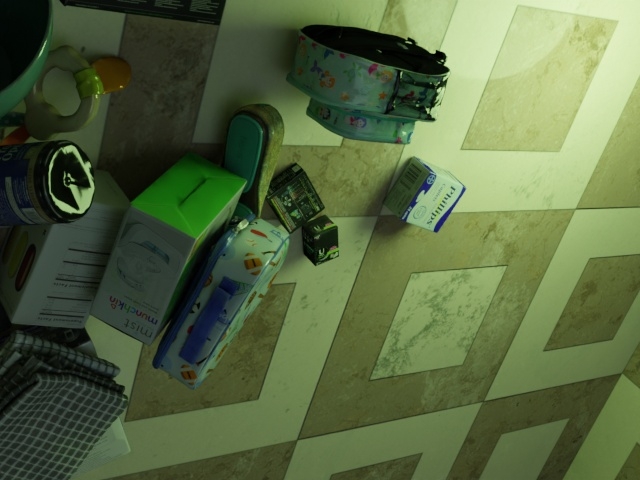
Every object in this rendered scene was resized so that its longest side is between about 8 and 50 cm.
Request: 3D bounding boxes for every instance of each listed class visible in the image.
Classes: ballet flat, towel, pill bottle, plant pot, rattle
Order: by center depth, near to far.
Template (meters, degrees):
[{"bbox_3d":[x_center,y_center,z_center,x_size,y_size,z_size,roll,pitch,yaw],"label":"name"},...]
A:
[{"bbox_3d":[-0.492,-0.259,1.169,0.290,0.290,0.195,-27,171,-16],"label":"plant pot"},{"bbox_3d":[-0.458,-0.082,1.328,0.122,0.219,0.123,-2,90,-67],"label":"pill bottle"},{"bbox_3d":[-0.412,-0.218,1.407,0.130,0.143,0.199,39,114,-16],"label":"rattle"},{"bbox_3d":[-0.497,0.316,1.547,0.284,0.121,0.235,-48,136,8],"label":"towel"},{"bbox_3d":[-0.144,-0.096,1.655,0.123,0.123,0.349,-4,126,-35],"label":"ballet flat"}]

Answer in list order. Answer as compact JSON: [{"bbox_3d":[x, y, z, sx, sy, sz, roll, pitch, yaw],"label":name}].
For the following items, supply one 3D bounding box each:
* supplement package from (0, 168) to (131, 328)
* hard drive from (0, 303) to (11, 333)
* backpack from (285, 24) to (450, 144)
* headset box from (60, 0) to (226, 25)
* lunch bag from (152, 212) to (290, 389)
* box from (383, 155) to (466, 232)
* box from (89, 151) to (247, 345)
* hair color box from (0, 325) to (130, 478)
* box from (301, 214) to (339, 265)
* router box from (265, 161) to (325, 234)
[{"bbox_3d":[-0.433,0.008,1.489,0.133,0.139,0.244,11,115,-42],"label":"supplement package"},{"bbox_3d":[-0.657,0.070,1.385,0.237,0.064,0.339,-37,136,-25],"label":"hard drive"},{"bbox_3d":[0.068,-0.283,1.574,0.253,0.225,0.191,7,113,-36],"label":"backpack"},{"bbox_3d":[-0.240,-0.472,1.258,0.246,0.131,0.283,-3,124,-35],"label":"headset box"},{"bbox_3d":[-0.171,0.097,1.541,0.303,0.114,0.243,-60,177,20],"label":"lunch bag"},{"bbox_3d":[0.230,-0.099,1.950,0.137,0.072,0.126,16,113,-44],"label":"box"},{"bbox_3d":[-0.258,0.007,1.518,0.231,0.126,0.262,-64,178,27],"label":"box"},{"bbox_3d":[-0.498,0.308,1.704,0.185,0.110,0.339,-22,135,-18],"label":"hair color box"},{"bbox_3d":[0.000,0.000,1.870,0.062,0.052,0.083,-23,133,-23],"label":"box"},{"bbox_3d":[-0.055,-0.082,1.774,0.092,0.038,0.122,-37,137,-7],"label":"router box"}]
